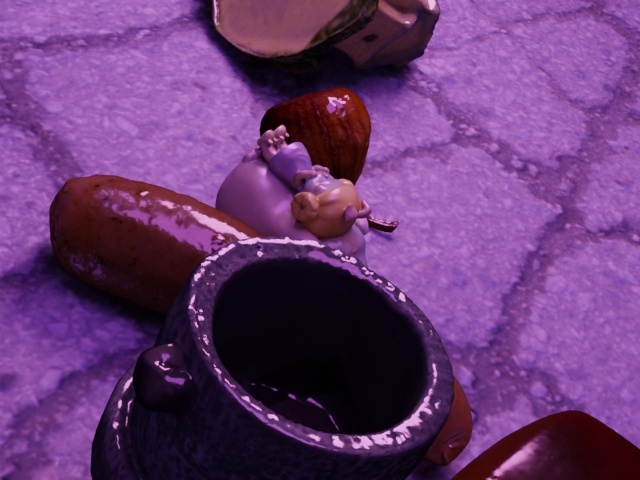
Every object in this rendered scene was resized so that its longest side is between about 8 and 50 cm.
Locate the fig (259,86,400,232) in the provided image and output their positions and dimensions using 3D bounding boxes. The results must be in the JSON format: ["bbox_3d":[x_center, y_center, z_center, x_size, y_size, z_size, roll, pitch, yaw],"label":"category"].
[{"bbox_3d":[0.014,-0.091,1.588,0.133,0.201,0.146,-25,15,-3],"label":"fig"}]

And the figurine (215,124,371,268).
[{"bbox_3d":[0.000,0.000,1.430,0.235,0.155,0.127,44,29,15],"label":"figurine"}]

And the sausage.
[{"bbox_3d":[-0.057,0.068,1.337,0.500,0.123,0.136,28,61,3],"label":"sausage"}]

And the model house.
[{"bbox_3d":[0.017,-0.365,1.818,0.266,0.261,0.321,15,51,-52],"label":"model house"}]

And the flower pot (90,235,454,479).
[{"bbox_3d":[-0.050,0.186,1.095,0.299,0.283,0.299,17,40,-15],"label":"flower pot"}]

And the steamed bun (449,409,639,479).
[{"bbox_3d":[0.198,0.297,1.119,0.235,0.248,0.379,42,43,21],"label":"steamed bun"}]
